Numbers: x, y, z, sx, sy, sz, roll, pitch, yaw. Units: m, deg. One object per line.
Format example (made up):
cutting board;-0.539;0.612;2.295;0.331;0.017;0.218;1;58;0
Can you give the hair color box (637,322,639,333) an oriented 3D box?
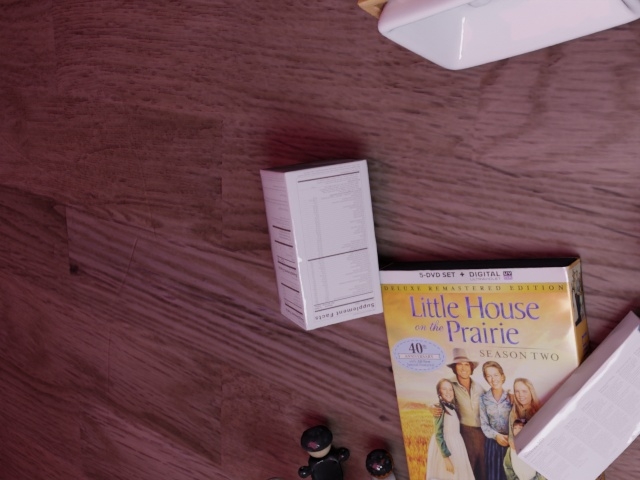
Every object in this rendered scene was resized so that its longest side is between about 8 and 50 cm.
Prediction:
hair color box;0.545;0.104;0.751;0.347;0.174;0.105;25;116;29

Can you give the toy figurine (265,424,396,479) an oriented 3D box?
toy figurine;0.022;0.436;1.208;0.209;0.213;0.148;6;120;36

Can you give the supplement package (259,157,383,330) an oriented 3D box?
supplement package;0.000;0.000;1.122;0.134;0.139;0.244;-161;63;-67

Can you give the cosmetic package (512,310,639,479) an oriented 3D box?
cosmetic package;0.369;0.216;0.926;0.099;0.060;0.239;37;104;-1

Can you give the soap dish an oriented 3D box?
soap dish;0.224;-0.314;0.851;0.290;0.229;0.118;-7;82;38

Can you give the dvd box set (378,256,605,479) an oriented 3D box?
dvd box set;0.258;0.237;1.073;0.307;0.062;0.421;-2;102;36
